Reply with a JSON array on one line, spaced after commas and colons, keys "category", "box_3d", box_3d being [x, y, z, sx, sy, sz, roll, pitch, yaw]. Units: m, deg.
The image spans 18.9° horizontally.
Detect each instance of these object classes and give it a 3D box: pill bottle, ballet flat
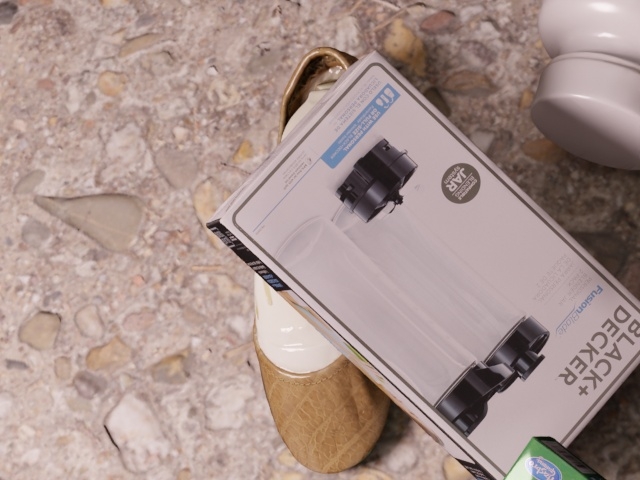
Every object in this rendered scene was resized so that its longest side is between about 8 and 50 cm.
[{"category": "pill bottle", "box_3d": [0.255, -0.196, 1.460, 0.152, 0.152, 0.272, 13, 70, 23]}, {"category": "ballet flat", "box_3d": [0.000, 0.000, 1.463, 0.116, 0.124, 0.342, -2, 64, 19]}]

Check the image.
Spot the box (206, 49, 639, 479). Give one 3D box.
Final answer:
[{"category": "box", "box_3d": [0.082, 0.025, 1.358, 0.290, 0.087, 0.169, 44, 81, -6]}]

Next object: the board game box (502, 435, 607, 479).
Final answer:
[{"category": "board game box", "box_3d": [0.206, 0.305, 1.242, 0.317, 0.046, 0.213, 37, 99, 26]}]
